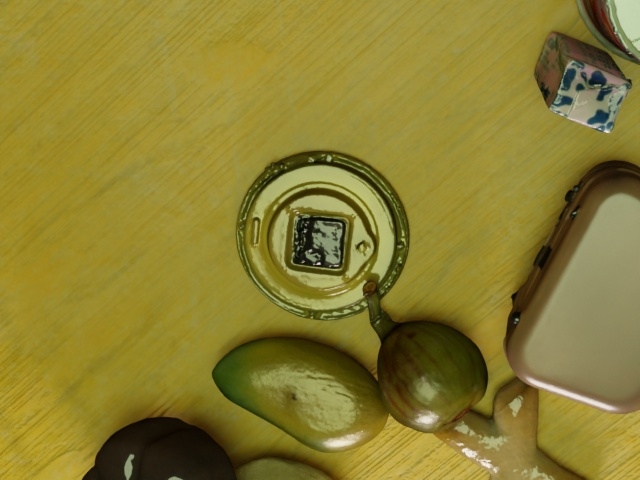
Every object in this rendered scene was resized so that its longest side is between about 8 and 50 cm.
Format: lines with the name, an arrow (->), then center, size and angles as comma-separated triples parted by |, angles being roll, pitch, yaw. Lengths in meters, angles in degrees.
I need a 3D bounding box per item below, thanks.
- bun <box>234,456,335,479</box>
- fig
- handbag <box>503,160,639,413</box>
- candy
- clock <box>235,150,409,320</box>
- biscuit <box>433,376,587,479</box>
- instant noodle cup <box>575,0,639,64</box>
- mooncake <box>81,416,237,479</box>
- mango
bun -> -0.059, 0.402, 2.020 | 0.222, 0.127, 0.222 | 1, 106, 3
fig -> 0.122, 0.166, 1.935 | 0.186, 0.148, 0.142 | 34, 96, 29
handbag -> 0.403, 0.077, 1.871 | 0.283, 0.149, 0.302 | 26, 105, 1
candy -> 0.318, -0.193, 1.796 | 0.092, 0.160, 0.073 | 20, 110, -6
clock -> 0.000, 0.000, 1.938 | 0.237, 0.057, 0.237 | 2, 105, 6
biscuit -> 0.260, 0.300, 1.999 | 0.164, 0.047, 0.208 | -27, 102, 14
instant noodle cup -> 0.419, -0.300, 1.717 | 0.243, 0.231, 0.243 | 2, 107, 6
mooncake -> -0.216, 0.359, 1.979 | 0.245, 0.133, 0.245 | 5, 99, 34
mango -> -0.021, 0.198, 1.979 | 0.237, 0.091, 0.137 | 30, 101, -3
